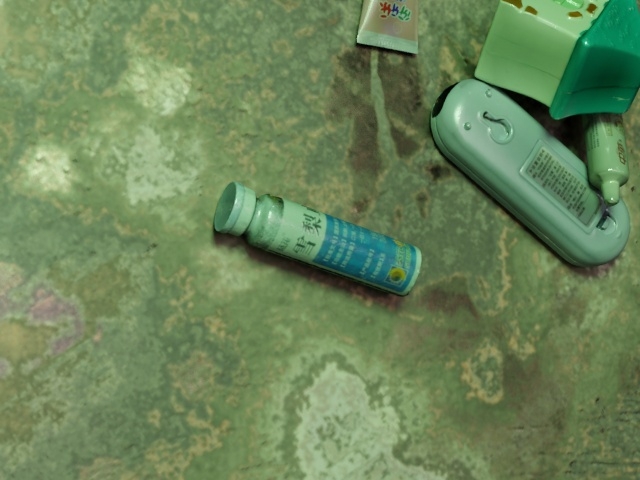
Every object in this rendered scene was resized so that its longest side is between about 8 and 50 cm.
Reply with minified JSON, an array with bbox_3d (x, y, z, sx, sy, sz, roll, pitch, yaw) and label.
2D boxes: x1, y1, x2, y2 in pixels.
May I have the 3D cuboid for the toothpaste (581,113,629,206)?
[{"bbox_3d":[0.280,-0.136,1.303,0.060,0.038,0.233,17,57,-28],"label":"toothpaste"}]

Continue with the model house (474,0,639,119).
[{"bbox_3d":[0.242,-0.189,1.237,0.149,0.100,0.127,29,49,10],"label":"model house"}]

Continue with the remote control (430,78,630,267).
[{"bbox_3d":[0.210,-0.065,1.277,0.244,0.047,0.087,39,71,-14],"label":"remote control"}]

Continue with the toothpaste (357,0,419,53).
[{"bbox_3d":[0.072,-0.280,1.250,0.067,0.043,0.195,7,85,-26],"label":"toothpaste"}]

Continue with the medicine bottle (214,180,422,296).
[{"bbox_3d":[0.000,0.000,1.165,0.191,0.051,0.051,20,74,-22],"label":"medicine bottle"}]
